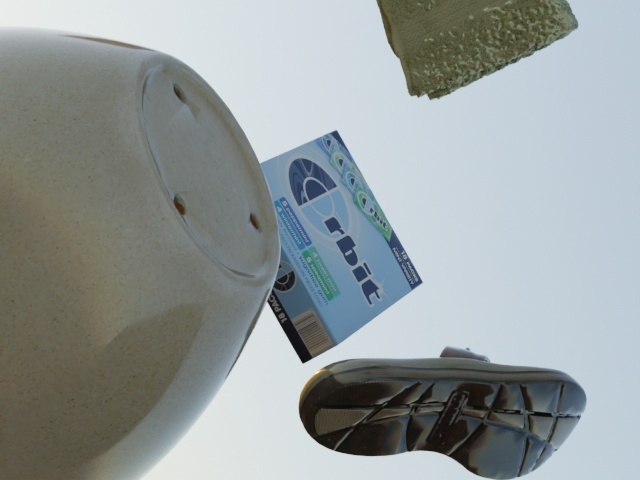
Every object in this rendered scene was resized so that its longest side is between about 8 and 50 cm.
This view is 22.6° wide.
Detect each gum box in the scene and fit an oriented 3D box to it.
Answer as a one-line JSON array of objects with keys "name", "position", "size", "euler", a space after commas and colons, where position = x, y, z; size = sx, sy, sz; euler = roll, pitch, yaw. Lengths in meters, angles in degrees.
[{"name": "gum box", "position": [0.000, 0.000, 1.330], "size": [0.157, 0.041, 0.184], "euler": [60, 29, 0]}]

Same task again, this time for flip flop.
[{"name": "flip flop", "position": [0.100, 0.126, 1.283], "size": [0.112, 0.277, 0.080], "euler": [-64, -146, 28]}]

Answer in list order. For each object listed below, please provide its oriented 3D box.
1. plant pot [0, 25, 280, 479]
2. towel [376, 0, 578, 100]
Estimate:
[{"name": "plant pot", "position": [-0.135, 0.001, 0.832], "size": [0.284, 0.191, 0.284], "euler": [49, 26, -35]}, {"name": "towel", "position": [0.124, -0.185, 1.299], "size": [0.027, 0.148, 0.110], "euler": [36, 32, -75]}]
